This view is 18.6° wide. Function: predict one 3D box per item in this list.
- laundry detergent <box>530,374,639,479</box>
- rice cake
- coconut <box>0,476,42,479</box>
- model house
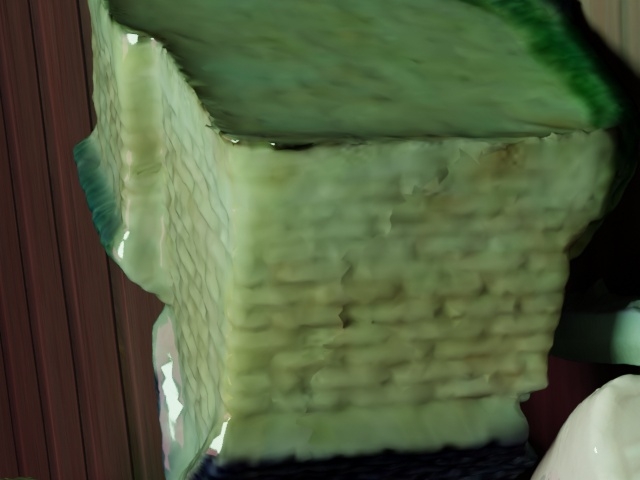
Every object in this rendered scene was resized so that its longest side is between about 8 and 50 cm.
[{"bbox_3d":[0.146,0.207,1.028,0.335,0.088,0.159,105,147,-54],"label":"laundry detergent"},{"bbox_3d":[0.150,0.042,1.006,0.180,0.030,0.042,177,77,-71],"label":"rice cake"},{"bbox_3d":[-0.324,0.438,2.053,0.344,0.415,0.415,61,164,-12],"label":"coconut"},{"bbox_3d":[-0.002,0.000,1.036,0.298,0.243,0.284,-118,33,-58],"label":"model house"}]
